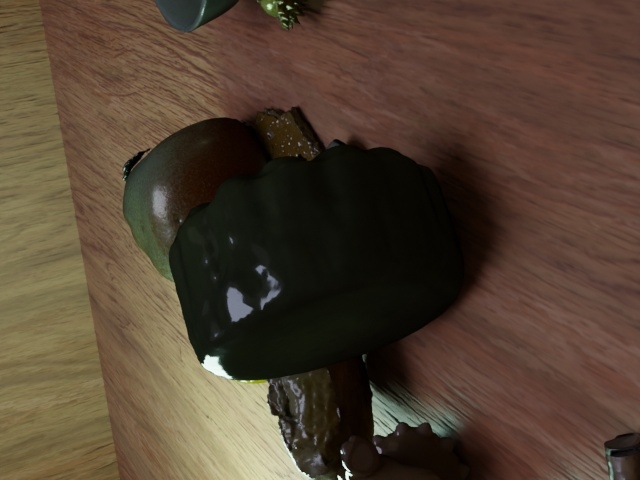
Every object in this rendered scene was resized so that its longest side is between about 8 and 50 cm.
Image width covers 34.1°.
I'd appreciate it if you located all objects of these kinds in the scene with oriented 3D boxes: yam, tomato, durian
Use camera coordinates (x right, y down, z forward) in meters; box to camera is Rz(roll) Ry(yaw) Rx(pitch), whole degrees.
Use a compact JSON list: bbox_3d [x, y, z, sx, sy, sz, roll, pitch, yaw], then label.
[{"bbox_3d":[0.342,0.336,1.105,0.046,0.046,0.264,1,104,65],"label":"yam"},{"bbox_3d":[-0.213,-0.064,1.809,0.303,0.239,0.303,30,125,57],"label":"tomato"},{"bbox_3d":[-0.054,-0.373,1.498,0.208,0.102,0.146,77,173,-73],"label":"durian"}]

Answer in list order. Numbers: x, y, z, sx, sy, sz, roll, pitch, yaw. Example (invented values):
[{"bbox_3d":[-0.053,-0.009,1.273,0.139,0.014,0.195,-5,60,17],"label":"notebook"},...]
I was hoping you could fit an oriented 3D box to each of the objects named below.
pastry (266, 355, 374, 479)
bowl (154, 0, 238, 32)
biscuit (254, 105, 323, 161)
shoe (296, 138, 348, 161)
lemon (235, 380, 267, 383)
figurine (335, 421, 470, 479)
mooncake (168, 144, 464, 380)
[{"bbox_3d":[0.003,0.239,1.564,0.236,0.121,0.257,-16,-83,-76],"label":"pastry"},{"bbox_3d":[-0.177,-0.480,1.622,0.289,0.146,0.289,42,141,48],"label":"bowl"},{"bbox_3d":[-0.041,-0.144,1.668,0.237,0.026,0.131,60,150,31],"label":"biscuit"},{"bbox_3d":[0.000,0.000,1.528,0.114,0.137,0.291,40,141,52],"label":"shoe"},{"bbox_3d":[-0.120,0.164,1.837,0.193,0.180,0.180,-168,64,-81],"label":"lemon"},{"bbox_3d":[0.123,0.335,1.417,0.247,0.173,0.177,86,161,-58],"label":"figurine"},{"bbox_3d":[-0.004,0.030,1.301,0.356,0.356,0.194,123,131,-58],"label":"mooncake"}]
